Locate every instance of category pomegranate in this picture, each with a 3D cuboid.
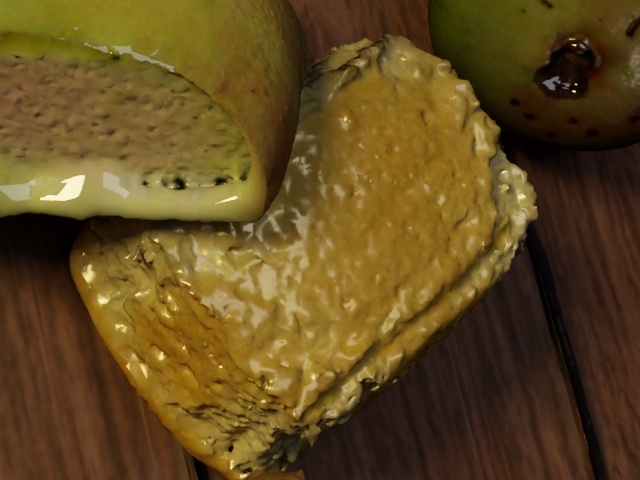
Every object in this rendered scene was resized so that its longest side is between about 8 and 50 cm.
[{"bbox_3d":[0.148,-0.157,1.020,0.179,0.179,0.210,13,39,-31],"label":"pomegranate"}]

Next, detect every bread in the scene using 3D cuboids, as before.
[{"bbox_3d":[0.000,0.000,0.878,0.245,0.121,0.174,-41,103,-37],"label":"bread"}]

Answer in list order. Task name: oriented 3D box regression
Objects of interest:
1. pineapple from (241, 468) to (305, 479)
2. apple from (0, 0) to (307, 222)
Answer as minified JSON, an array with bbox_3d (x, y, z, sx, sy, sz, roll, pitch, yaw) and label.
[{"bbox_3d":[0.020,0.224,0.812,0.248,0.128,0.128,48,53,-15],"label":"pineapple"},{"bbox_3d":[-0.136,-0.109,0.781,0.264,0.120,0.193,3,52,-3],"label":"apple"}]
